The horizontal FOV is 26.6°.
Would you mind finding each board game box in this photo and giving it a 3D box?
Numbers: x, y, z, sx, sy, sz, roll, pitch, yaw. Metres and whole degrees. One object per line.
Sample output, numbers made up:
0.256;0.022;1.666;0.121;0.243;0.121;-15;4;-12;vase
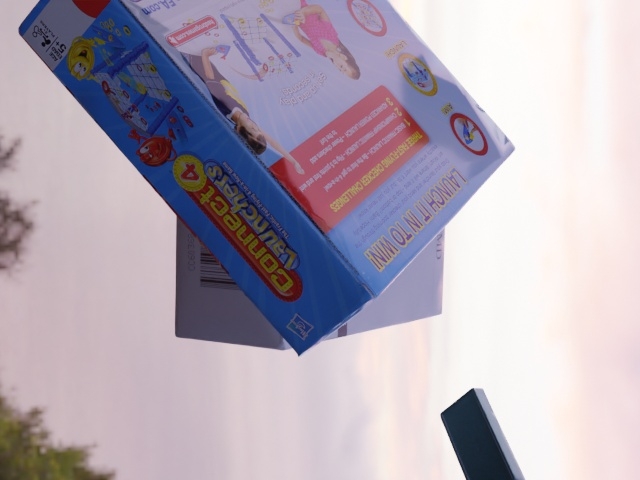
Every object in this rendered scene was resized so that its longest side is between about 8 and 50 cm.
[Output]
-0.023;-0.110;1.028;0.302;0.086;0.308;50;35;0;board game box

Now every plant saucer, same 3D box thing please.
0.186;0.243;1.582;0.018;0.067;0.192;43;14;-28;plant saucer

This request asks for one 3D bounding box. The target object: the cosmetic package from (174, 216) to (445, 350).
0.000;0.000;1.603;0.385;0.156;0.217;-9;101;-56;cosmetic package
